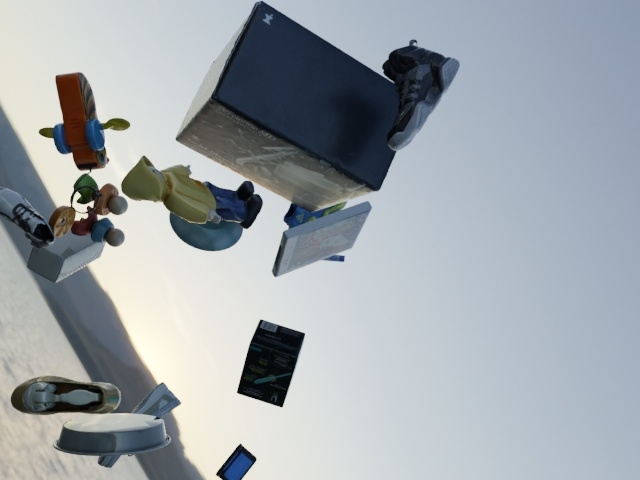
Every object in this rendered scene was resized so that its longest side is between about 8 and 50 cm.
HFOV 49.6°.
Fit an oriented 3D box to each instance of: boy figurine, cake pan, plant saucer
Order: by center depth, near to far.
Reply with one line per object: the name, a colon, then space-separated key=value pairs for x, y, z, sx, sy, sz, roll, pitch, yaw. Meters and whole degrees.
boy figurine: x=-0.263 y=-0.103 z=1.388 sx=0.092 sy=0.285 sz=0.177 roll=-54 pitch=-137 yaw=24
plant saucer: x=-0.289 y=-0.059 z=1.782 sx=0.195 sy=0.195 sz=0.037 roll=52 pitch=-39 yaw=21
cake pan: x=-0.539 y=0.500 z=1.803 sx=0.293 sy=0.293 sz=0.054 roll=172 pitch=-80 yaw=-68

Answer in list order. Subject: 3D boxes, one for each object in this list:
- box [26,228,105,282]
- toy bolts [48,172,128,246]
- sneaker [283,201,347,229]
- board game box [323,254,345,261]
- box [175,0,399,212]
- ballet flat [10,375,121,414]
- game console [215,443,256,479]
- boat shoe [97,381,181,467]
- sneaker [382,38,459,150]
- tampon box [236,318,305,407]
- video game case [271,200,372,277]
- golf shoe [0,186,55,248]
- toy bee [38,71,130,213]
box: x=-0.803 y=0.033 z=2.214 sx=0.113 sy=0.275 sz=0.094 roll=29 pitch=-70 yaw=5
toy bolts: x=-0.680 y=-0.049 z=2.087 sx=0.158 sy=0.218 sz=0.228 roll=26 pitch=-31 yaw=7
sneaker: x=-0.020 y=-0.110 z=2.242 sx=0.126 sy=0.240 sz=0.091 roll=45 pitch=3 yaw=-36
board game box: x=0.009 y=0.045 z=1.839 sx=0.090 sy=0.090 sz=0.020 roll=172 pitch=-77 yaw=-76
box: x=-0.084 y=-0.328 z=1.883 sx=0.480 sy=0.297 sz=0.472 roll=27 pitch=-16 yaw=-17
ballet flat: x=-0.518 y=0.307 z=1.377 sx=0.073 sy=0.232 sz=0.080 roll=67 pitch=21 yaw=-76
game console: x=-0.266 y=0.720 z=2.206 sx=0.071 sy=0.122 sz=0.107 roll=36 pitch=-19 yaw=10
boat shoe: x=-0.547 y=0.569 z=2.104 sx=0.103 sy=0.320 sz=0.118 roll=43 pitch=-51 yaw=-4
sneaker: x=0.189 y=-0.333 z=1.559 sx=0.153 sy=0.268 sz=0.101 roll=34 pitch=-17 yaw=4
tampon box: x=-0.118 y=0.294 z=1.654 sx=0.120 sy=0.101 sz=0.161 roll=18 pitch=-61 yaw=2
video game case: x=0.000 y=0.000 z=1.469 sx=0.023 sy=0.201 sz=0.183 roll=60 pitch=-23 yaw=20
golf shoe: x=-0.766 y=-0.064 z=1.808 sx=0.094 sy=0.077 sz=0.198 roll=-2 pitch=-45 yaw=49
toy bee: x=-0.542 y=-0.222 z=1.575 sx=0.162 sy=0.195 sz=0.298 roll=-67 pitch=172 yaw=-87
